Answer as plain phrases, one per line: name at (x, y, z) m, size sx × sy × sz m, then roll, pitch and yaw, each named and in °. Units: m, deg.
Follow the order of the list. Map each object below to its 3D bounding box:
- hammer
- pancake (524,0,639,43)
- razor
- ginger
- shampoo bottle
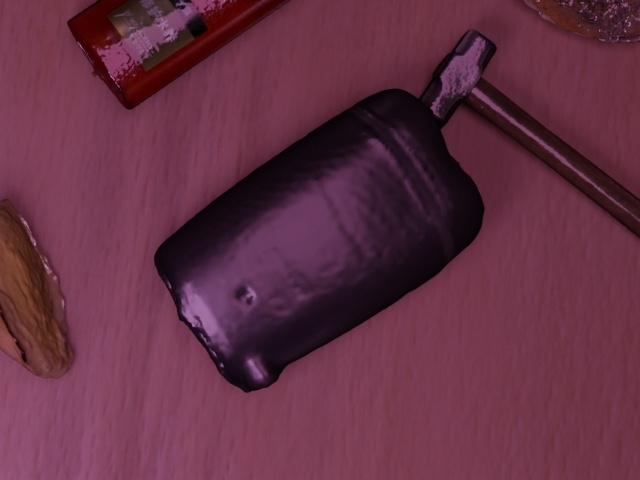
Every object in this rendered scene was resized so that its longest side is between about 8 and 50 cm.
hammer at (0.277, -0.085, 1.771) m, size 0.365 × 0.043 × 0.111 m, roll 37°, pitch 81°, yaw -6°
pancake at (0.322, -0.354, 1.743) m, size 0.282 × 0.049 × 0.282 m, roll -2°, pitch 114°, yaw -5°
razor at (0.001, -0.001, 1.683) m, size 0.349 × 0.113 × 0.204 m, roll -35°, pitch 94°, yaw -10°
ginger at (-0.344, 0.072, 1.640) m, size 0.123 × 0.115 × 0.193 m, roll -24°, pitch 98°, yaw 11°
shampoo bottle at (-0.116, -0.272, 1.702) m, size 0.314 × 0.076 × 0.118 m, roll -35°, pitch 84°, yaw -10°
